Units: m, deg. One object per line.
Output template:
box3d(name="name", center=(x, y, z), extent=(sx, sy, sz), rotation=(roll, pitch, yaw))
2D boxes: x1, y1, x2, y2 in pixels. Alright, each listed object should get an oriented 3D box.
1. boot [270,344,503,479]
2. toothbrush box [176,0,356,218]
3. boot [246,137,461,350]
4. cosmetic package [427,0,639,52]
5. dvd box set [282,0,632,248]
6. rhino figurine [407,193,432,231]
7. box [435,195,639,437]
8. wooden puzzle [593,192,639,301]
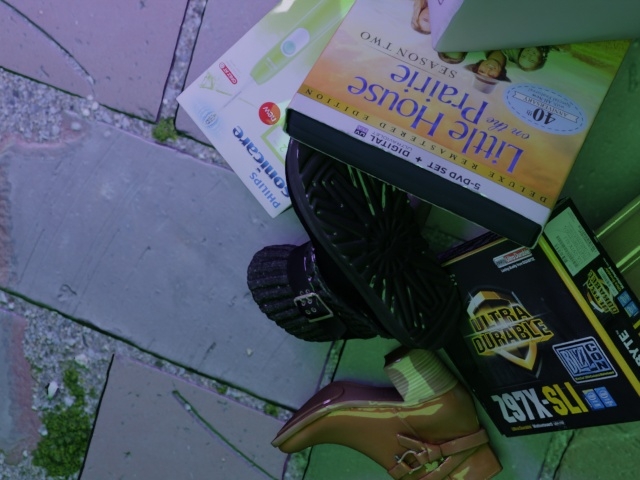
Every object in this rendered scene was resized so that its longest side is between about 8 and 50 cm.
box3d(name="boot", center=(0.092, 0.286, 1.557), extent=(0.283, 0.109, 0.220), rotation=(-32, 97, 12))
box3d(name="toothbrush box", center=(-0.008, -0.200, 1.456), extent=(0.283, 0.122, 0.206), rotation=(-38, 90, 21))
box3d(name="boot", center=(-0.002, 0.003, 1.401), extent=(0.260, 0.131, 0.348), rotation=(3, 130, 50))
box3d(name="cosmetic package", center=(0.277, -0.433, 1.120), extent=(0.327, 0.329, 0.393), rotation=(-5, 82, -7))
box3d(name="dvd box set", center=(0.187, -0.226, 1.283), extent=(0.308, 0.062, 0.420), rotation=(26, 63, 9))
box3d(name="rhino figurine", center=(0.126, -0.097, 1.461), extent=(0.106, 0.073, 0.243), rotation=(23, 109, -22))
box3d(name="box", center=(0.261, 0.108, 1.371), extent=(0.257, 0.079, 0.322), rotation=(55, 153, -3))
box3d(name="wooden puzzle", center=(0.502, 0.065, 1.378), extent=(0.322, 0.080, 0.348), rotation=(-41, 94, 8))
